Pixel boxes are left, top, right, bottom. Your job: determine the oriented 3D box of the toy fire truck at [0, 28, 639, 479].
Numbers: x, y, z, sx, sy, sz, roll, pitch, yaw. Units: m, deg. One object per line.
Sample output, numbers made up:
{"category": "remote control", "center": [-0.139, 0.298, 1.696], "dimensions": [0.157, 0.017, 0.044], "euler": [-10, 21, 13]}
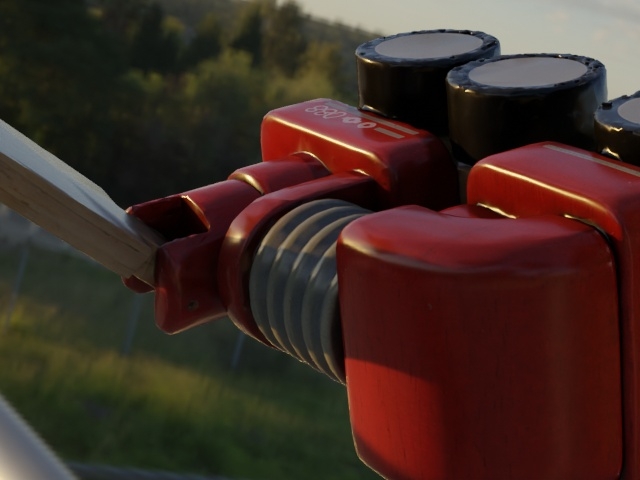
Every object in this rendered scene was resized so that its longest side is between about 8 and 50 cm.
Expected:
{"category": "toy fire truck", "center": [0.000, 0.000, 0.483], "dimensions": [0.246, 0.158, 0.217], "euler": [-16, 23, -27]}
